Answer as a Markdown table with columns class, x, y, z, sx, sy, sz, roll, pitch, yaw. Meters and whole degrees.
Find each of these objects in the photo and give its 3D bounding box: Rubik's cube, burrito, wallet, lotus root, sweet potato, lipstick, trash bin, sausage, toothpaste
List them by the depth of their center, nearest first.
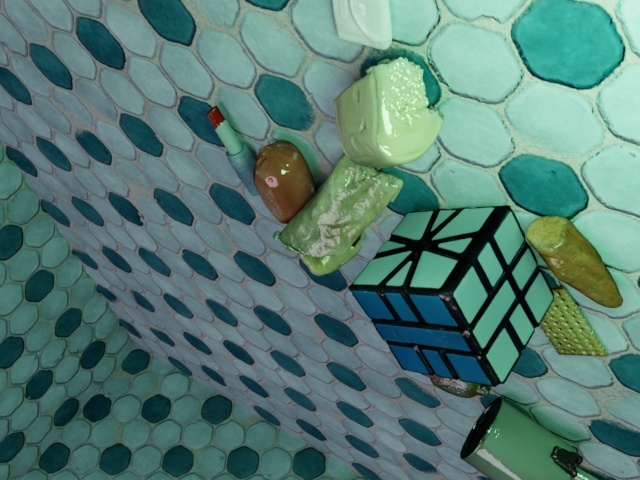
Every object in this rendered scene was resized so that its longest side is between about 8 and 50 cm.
| class | x | y | z | sx | sy | sz | roll | pitch | yaw |
| --- | --- | --- | --- | --- | --- | --- | --- | --- | --- |
| wallet | 0.069 | -0.429 | 1.251 | 0.124 | 0.032 | 0.182 | 24 | 150 | 28 |
| sweet potato | 0.514 | 0.051 | 1.388 | 0.252 | 0.097 | 0.097 | 44 | 151 | -9 |
| Rubik's cube | 0.290 | 0.111 | 1.522 | 0.289 | 0.293 | 0.283 | -3 | 131 | 48 |
| burrito | 0.040 | -0.059 | 1.651 | 0.175 | 0.107 | 0.347 | 46 | 123 | 4 |
| sausage | -0.083 | -0.139 | 1.747 | 0.148 | 0.148 | 0.254 | 13 | 141 | 37 |
| lipstick | -0.221 | -0.237 | 1.830 | 0.068 | 0.061 | 0.274 | 12 | 143 | 43 |
| trash bin | 0.576 | 0.620 | 2.030 | 0.263 | 0.217 | 0.277 | 34 | 141 | 7 |
| lotus root | 0.407 | 0.409 | 2.049 | 0.192 | 0.088 | 0.113 | 20 | 141 | 28 |
| toothpaste | 0.753 | 0.697 | 2.124 | 0.268 | 0.047 | 0.069 | 26 | 169 | 24 |

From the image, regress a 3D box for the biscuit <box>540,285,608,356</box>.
| class | x | y | z | sx | sy | sz | roll | pitch | yaw |
| --- | --- | --- | --- | --- | --- | --- | --- | --- | --- |
| biscuit | 0.560 | 0.189 | 1.622 | 0.139 | 0.016 | 0.231 | -8 | 128 | 53 |

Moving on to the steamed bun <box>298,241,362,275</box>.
| class | x | y | z | sx | sy | sz | roll | pitch | yaw |
| --- | --- | --- | --- | --- | --- | --- | --- | --- | --- |
| steamed bun | 0.000 | 0.000 | 1.854 | 0.140 | 0.172 | 0.155 | 61 | 164 | -19 |

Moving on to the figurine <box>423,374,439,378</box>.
| class | x | y | z | sx | sy | sz | roll | pitch | yaw |
| --- | --- | --- | --- | --- | --- | --- | --- | --- | --- |
| figurine | 0.318 | 0.293 | 1.896 | 0.173 | 0.173 | 0.173 | 28 | 150 | 18 |

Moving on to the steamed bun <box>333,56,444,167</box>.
| class | x | y | z | sx | sy | sz | roll | pitch | yaw |
| --- | --- | --- | --- | --- | --- | --- | --- | --- | --- |
| steamed bun | 0.130 | -0.244 | 1.352 | 0.225 | 0.171 | 0.199 | -169 | 68 | -66 |
